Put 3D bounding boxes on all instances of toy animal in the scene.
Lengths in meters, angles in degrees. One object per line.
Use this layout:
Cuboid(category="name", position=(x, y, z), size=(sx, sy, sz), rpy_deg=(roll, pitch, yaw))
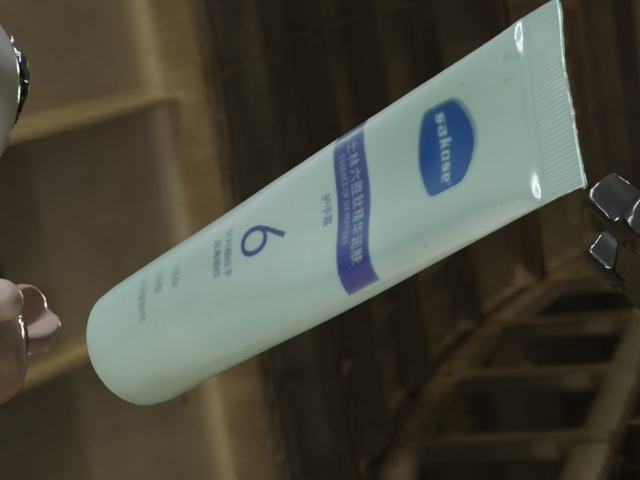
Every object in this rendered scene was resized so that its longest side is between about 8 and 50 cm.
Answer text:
Cuboid(category="toy animal", position=(-0.214, 0.065, 0.835), size=(0.212, 0.124, 0.124), rpy_deg=(33, -125, -65))

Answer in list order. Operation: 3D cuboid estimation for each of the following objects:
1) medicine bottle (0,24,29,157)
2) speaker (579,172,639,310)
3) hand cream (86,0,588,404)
Cuboid(category="medicine bottle", position=(-0.402, -0.153, 0.992), size=(0.378, 0.213, 0.214), rpy_deg=(37, -130, -55))
Cuboid(category="speaker", position=(0.327, 0.015, 0.944), size=(0.254, 0.184, 0.232), rpy_deg=(45, 179, 16))
Cuboid(category="hand cream", position=(0.000, 0.000, 0.712), size=(0.067, 0.320, 0.109), rpy_deg=(31, -136, -35))
